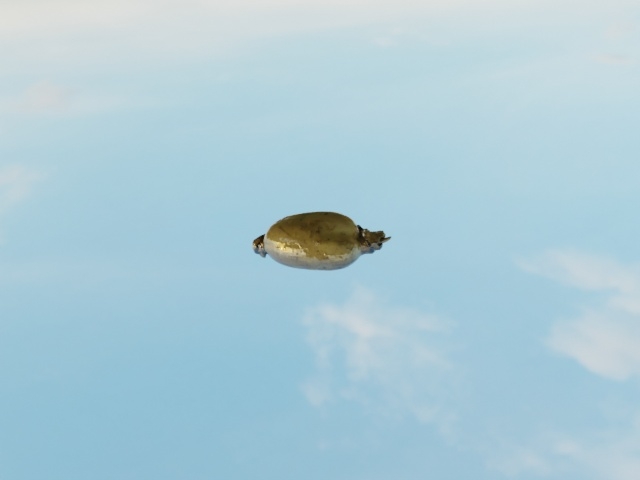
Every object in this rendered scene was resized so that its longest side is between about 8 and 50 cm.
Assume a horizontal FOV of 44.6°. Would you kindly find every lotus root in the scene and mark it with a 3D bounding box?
[{"bbox_3d":[0.000,0.000,0.833,0.152,0.063,0.072,0,-175,12],"label":"lotus root"}]
